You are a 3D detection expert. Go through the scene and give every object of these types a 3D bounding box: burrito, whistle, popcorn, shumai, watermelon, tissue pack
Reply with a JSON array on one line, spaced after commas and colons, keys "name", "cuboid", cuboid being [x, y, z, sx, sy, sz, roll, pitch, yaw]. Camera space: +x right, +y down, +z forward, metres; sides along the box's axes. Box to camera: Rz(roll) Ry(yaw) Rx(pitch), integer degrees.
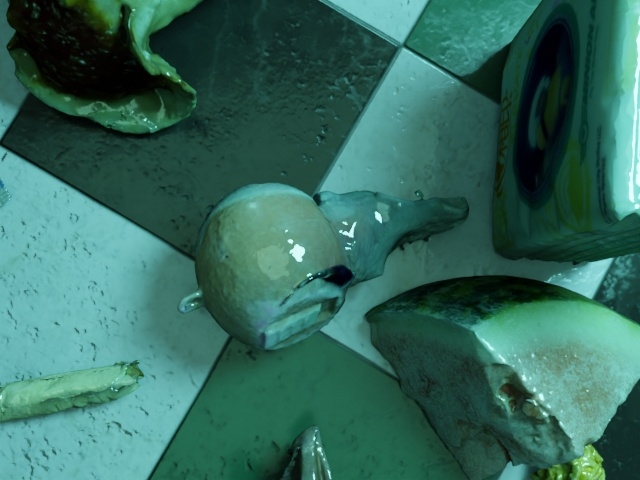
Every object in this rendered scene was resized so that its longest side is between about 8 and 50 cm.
[{"name": "burrito", "cuboid": [-0.292, 0.172, 0.902, 0.185, 0.041, 0.045, -9, 43, -3]}, {"name": "whistle", "cuboid": [0.000, 0.000, 0.882, 0.347, 0.189, 0.189, -20, 86, -19]}, {"name": "popcorn", "cuboid": [0.281, 0.261, 0.908, 0.057, 0.083, 0.082, 3, 120, -31]}, {"name": "shumai", "cuboid": [-0.255, -0.284, 0.887, 0.329, 0.292, 0.289, 27, 120, 7]}, {"name": "watermelon", "cuboid": [0.213, 0.142, 0.896, 0.310, 0.193, 0.232, 14, 64, -15]}, {"name": "tissue pack", "cuboid": [0.290, -0.130, 0.787, 0.162, 0.388, 0.288, 7, 84, 0]}]

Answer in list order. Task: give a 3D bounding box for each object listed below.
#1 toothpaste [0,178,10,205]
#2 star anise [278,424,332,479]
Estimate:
[{"name": "toothpaste", "cuboid": [-0.513, -0.027, 0.899, 0.299, 0.073, 0.114, -28, 86, -13]}, {"name": "star anise", "cuboid": [-0.038, 0.335, 0.864, 0.198, 0.110, 0.258, -11, 102, -29]}]
